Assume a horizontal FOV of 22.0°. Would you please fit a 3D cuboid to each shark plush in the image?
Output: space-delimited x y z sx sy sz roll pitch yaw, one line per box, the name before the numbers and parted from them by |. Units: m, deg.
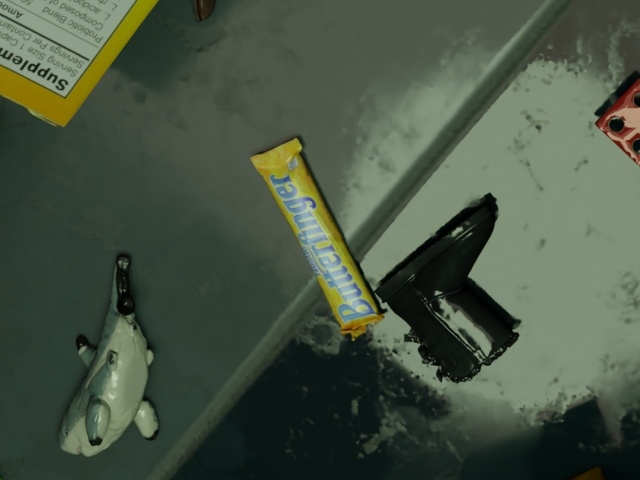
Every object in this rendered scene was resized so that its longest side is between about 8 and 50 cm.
shark plush | -0.174 0.094 1.290 0.067 0.073 0.161 14 109 37

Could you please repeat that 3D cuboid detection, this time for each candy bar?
candy bar | 0.000 0.000 1.262 0.040 0.018 0.161 -26 94 13

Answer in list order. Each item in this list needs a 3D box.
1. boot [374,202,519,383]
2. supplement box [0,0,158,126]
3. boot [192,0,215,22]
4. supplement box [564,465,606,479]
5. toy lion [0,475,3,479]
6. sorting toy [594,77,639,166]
boot | 0.110 0.043 1.238 0.121 0.045 0.099 -41 89 20
supplement box | -0.173 -0.292 1.104 0.194 0.195 0.356 27 111 -37
boot | -0.034 -0.205 1.225 0.114 0.037 0.106 12 104 2
supplement box | 0.186 0.300 1.195 0.129 0.191 0.194 -25 94 12
toy lion | -0.310 0.195 1.341 0.096 0.034 0.100 -25 95 5
sorting toy | 0.322 -0.133 1.172 0.132 0.046 0.274 40 103 0
